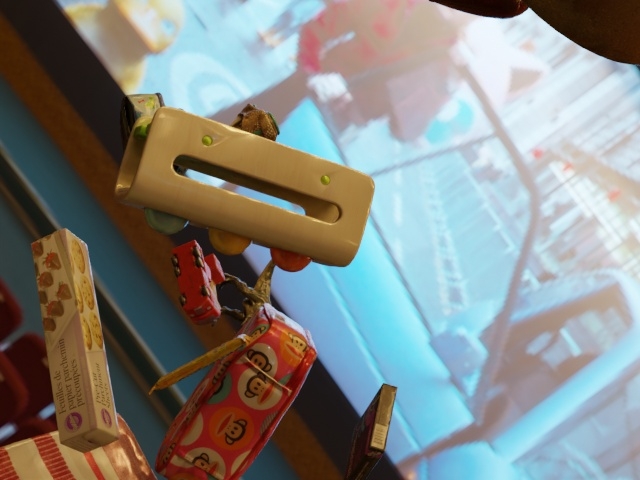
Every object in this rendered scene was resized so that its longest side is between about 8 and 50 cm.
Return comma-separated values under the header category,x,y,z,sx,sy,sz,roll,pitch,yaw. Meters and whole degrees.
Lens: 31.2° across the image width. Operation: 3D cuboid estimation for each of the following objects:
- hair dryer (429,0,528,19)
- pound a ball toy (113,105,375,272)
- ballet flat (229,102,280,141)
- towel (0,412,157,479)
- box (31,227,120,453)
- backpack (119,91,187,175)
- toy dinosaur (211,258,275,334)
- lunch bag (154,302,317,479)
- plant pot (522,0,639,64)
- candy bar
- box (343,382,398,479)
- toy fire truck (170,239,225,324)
category,x,y,z,sx,sy,sz,roll,pitch,yaw
hair dryer,0.323,-0.487,2.012,0.223,0.293,0.080,52,15,-43
pound a ball toy,-0.084,-0.042,1.376,0.319,0.135,0.208,18,-6,-20
ballet flat,-0.116,-0.182,1.851,0.206,0.067,0.073,-153,-140,-80
towel,-0.372,0.384,1.684,0.329,0.037,0.237,-11,56,-48
box,-0.350,0.138,1.629,0.067,0.063,0.324,46,24,-57
backpack,-0.213,-0.132,1.481,0.105,0.084,0.114,131,-57,-64
toy dinosaur,-0.138,0.113,2.135,0.268,0.118,0.064,-84,-179,-46
lunch bag,-0.130,0.237,1.741,0.120,0.293,0.258,36,3,-9
plant pot,0.270,-0.301,0.855,0.237,0.254,0.237,18,52,-25
candy bar,-0.169,0.172,1.597,0.018,0.161,0.040,63,1,-1
box,0.075,0.310,1.789,0.162,0.029,0.116,112,-5,-52
toy fire truck,-0.190,0.074,1.847,0.135,0.047,0.192,61,7,-46
